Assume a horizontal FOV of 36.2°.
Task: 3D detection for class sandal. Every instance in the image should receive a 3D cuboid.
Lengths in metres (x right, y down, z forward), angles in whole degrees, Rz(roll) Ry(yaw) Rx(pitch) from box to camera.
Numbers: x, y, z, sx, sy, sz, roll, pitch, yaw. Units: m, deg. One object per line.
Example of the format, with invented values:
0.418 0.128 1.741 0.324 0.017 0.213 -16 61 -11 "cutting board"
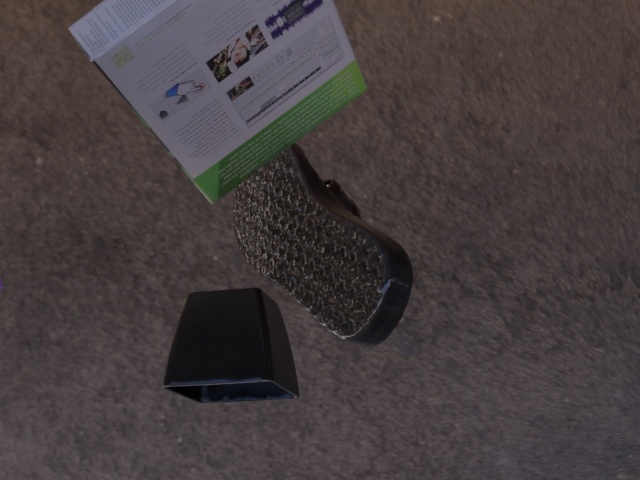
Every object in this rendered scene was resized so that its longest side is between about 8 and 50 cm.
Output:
-0.001 0.003 1.278 0.168 0.107 0.446 -61 36 15 "sandal"

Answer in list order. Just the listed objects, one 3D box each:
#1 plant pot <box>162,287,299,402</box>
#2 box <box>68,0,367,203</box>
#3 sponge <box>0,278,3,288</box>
-0.146 0.177 1.658 0.188 0.187 0.167 -4 72 13 "plant pot"
-0.086 -0.185 1.015 0.232 0.322 0.058 -37 63 -2 "box"
-0.637 0.089 1.601 0.210 0.031 0.117 -26 34 -28 "sponge"
